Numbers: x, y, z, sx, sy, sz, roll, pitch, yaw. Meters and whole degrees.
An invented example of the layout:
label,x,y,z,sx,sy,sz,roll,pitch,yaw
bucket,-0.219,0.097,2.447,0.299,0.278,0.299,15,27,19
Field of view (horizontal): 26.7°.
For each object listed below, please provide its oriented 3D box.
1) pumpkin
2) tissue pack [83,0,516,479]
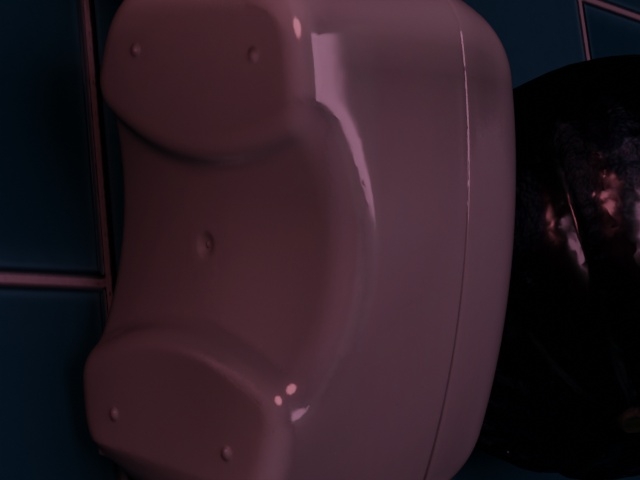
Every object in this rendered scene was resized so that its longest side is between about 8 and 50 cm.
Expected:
label,x,y,z,sx,sy,sz,roll,pitch,yaw
pumpkin,0.231,0.028,1.039,0.363,0.363,0.266,30,41,-39
tissue pack,0.000,0.000,0.844,0.236,0.229,0.333,-2,99,-45
